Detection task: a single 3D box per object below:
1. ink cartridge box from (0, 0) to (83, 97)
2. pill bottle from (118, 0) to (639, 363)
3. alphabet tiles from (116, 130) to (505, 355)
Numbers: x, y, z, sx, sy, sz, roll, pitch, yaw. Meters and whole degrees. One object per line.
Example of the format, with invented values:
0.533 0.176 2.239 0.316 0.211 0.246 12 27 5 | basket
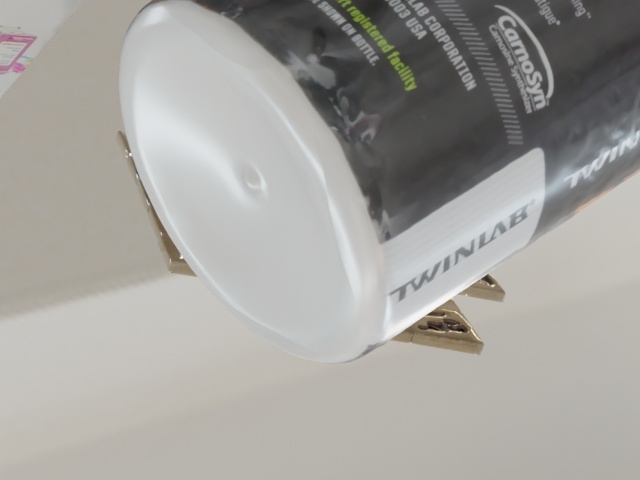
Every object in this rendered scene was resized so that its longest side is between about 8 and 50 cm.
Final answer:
-0.169 -0.124 0.908 0.052 0.122 0.088 6 -127 -44 | ink cartridge box
0.065 -0.071 0.635 0.246 0.130 0.130 -32 -110 -28 | pill bottle
0.000 0.000 1.027 0.198 0.009 0.237 11 -160 -18 | alphabet tiles
